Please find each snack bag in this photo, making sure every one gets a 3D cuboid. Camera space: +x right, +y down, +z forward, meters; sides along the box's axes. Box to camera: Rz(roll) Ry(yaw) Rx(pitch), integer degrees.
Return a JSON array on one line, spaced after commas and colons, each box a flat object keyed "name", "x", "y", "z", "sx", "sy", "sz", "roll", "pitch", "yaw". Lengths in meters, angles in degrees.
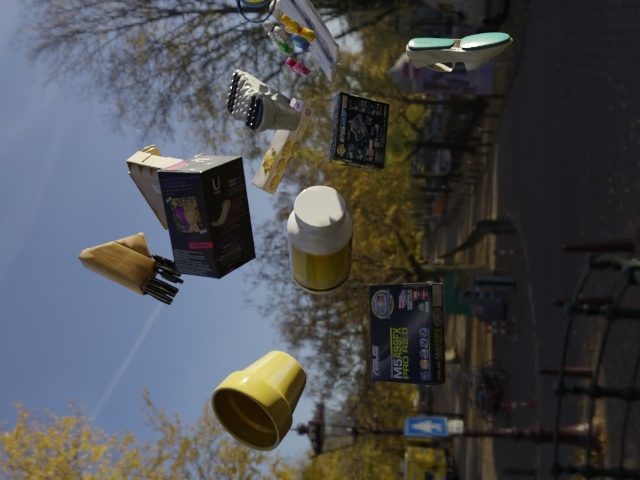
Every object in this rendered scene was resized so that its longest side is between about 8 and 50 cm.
[{"name": "snack bag", "x": -0.040, "y": -0.661, "z": 2.114, "sx": 0.323, "sy": 0.037, "sz": 0.342, "roll": 57, "pitch": 178, "yaw": 0}]

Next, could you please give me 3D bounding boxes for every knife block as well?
[{"name": "knife block", "x": -0.563, "y": 0.112, "z": 2.079, "sx": 0.088, "sy": 0.275, "sz": 0.242, "roll": 101, "pitch": 150, "yaw": -65}]

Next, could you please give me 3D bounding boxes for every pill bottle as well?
[{"name": "pill bottle", "x": 0.000, "y": 0.000, "z": 1.989, "sx": 0.334, "sy": 0.187, "sz": 0.188, "roll": 90, "pitch": -174, "yaw": -56}]

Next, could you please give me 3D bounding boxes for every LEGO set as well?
[{"name": "LEGO set", "x": -0.059, "y": -0.532, "z": 1.855, "sx": 0.087, "sy": 0.093, "sz": 0.227, "roll": -59, "pitch": -23, "yaw": -5}]

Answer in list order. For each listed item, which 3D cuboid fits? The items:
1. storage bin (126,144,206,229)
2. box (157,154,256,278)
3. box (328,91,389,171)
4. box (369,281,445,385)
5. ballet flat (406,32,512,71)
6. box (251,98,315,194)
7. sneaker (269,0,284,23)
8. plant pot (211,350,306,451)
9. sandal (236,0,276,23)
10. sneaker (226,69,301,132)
[{"name": "storage bin", "x": -0.395, "y": -0.139, "z": 1.966, "sx": 0.123, "sy": 0.262, "sz": 0.260, "roll": -45, "pitch": -52, "yaw": -26}, {"name": "box", "x": -0.276, "y": -0.062, "z": 1.695, "sx": 0.165, "sy": 0.143, "sz": 0.271, "roll": -33, "pitch": -57, "yaw": -53}, {"name": "box", "x": 0.122, "y": -0.339, "z": 2.155, "sx": 0.051, "sy": 0.175, "sz": 0.220, "roll": 161, "pitch": 116, "yaw": -68}, {"name": "box", "x": 0.234, "y": 0.253, "z": 1.880, "sx": 0.060, "sy": 0.216, "sz": 0.270, "roll": 6, "pitch": -98, "yaw": -46}, {"name": "ballet flat", "x": 0.322, "y": -0.433, "z": 1.599, "sx": 0.086, "sy": 0.248, "sz": 0.086, "roll": -22, "pitch": -65, "yaw": -60}, {"name": "box", "x": -0.125, "y": -0.313, "z": 2.303, "sx": 0.067, "sy": 0.063, "sz": 0.324, "roll": 26, "pitch": -89, "yaw": -50}, {"name": "sneaker", "x": -0.131, "y": -0.831, "z": 2.425, "sx": 0.090, "sy": 0.095, "sz": 0.235, "roll": -44, "pitch": -3, "yaw": 26}, {"name": "plant pot", "x": -0.171, "y": 0.482, "z": 2.149, "sx": 0.239, "sy": 0.253, "sz": 0.254, "roll": -45, "pitch": -38, "yaw": -46}, {"name": "sandal", "x": -0.143, "y": -0.651, "z": 1.688, "sx": 0.138, "sy": 0.126, "sz": 0.318, "roll": 98, "pitch": -173, "yaw": -54}, {"name": "sneaker", "x": -0.142, "y": -0.323, "z": 1.629, "sx": 0.292, "sy": 0.118, "sz": 0.110, "roll": 51, "pitch": 131, "yaw": 51}]
